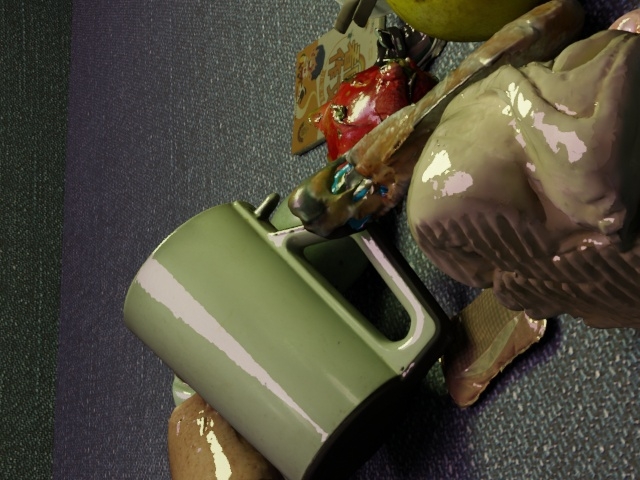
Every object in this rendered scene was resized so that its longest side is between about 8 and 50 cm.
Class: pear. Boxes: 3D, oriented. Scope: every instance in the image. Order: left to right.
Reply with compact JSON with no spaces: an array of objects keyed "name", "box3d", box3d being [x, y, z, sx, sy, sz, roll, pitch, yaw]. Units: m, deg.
[{"name":"pear","box3d":[0.194,-0.379,1.287,0.307,0.253,0.253,-38,49,55]}]

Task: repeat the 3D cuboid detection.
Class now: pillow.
[{"name":"pillow","box3d":[0.218,0.120,1.316,0.211,0.034,0.135,-55,38,41]}]

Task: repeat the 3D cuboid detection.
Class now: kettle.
[{"name":"kettle","box3d":[-0.032,0.116,1.429,0.376,0.250,0.361,42,96,22]}]

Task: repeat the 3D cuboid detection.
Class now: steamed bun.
[{"name":"steamed bun","box3d":[-0.127,0.381,1.576,0.199,0.301,0.251,-37,46,5]},{"name":"steamed bun","box3d":[0.270,-0.069,0.975,0.352,0.339,0.247,-16,54,54]}]

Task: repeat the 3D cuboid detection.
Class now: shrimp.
[{"name":"shrimp","box3d":[0.146,-0.144,1.272,0.445,0.221,0.110,-39,82,22]}]

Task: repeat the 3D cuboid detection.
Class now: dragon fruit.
[{"name":"dragon fruit","box3d":[0.085,-0.184,1.524,0.269,0.198,0.200,-102,29,-75]}]

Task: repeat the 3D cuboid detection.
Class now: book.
[{"name":"book","box3d":[0.029,-0.286,1.813,0.295,0.020,0.208,-21,62,58]}]

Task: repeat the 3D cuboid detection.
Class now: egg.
[{"name":"egg","box3d":[0.000,0.000,1.612,0.236,0.169,0.169,-56,36,34]}]

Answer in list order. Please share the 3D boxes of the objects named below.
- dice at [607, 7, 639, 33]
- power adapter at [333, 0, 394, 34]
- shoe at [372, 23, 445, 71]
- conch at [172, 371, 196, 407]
[{"name":"dice","box3d":[0.356,-0.187,1.090,0.091,0.093,0.094,-52,39,42]},{"name":"power adapter","box3d":[0.094,-0.431,1.553,0.187,0.124,0.255,1,65,63]},{"name":"shoe","box3d":[0.124,-0.301,1.554,0.169,0.099,0.071,-63,30,28]},{"name":"conch","box3d":[-0.162,0.212,1.743,0.197,0.368,0.249,-13,40,37]}]
